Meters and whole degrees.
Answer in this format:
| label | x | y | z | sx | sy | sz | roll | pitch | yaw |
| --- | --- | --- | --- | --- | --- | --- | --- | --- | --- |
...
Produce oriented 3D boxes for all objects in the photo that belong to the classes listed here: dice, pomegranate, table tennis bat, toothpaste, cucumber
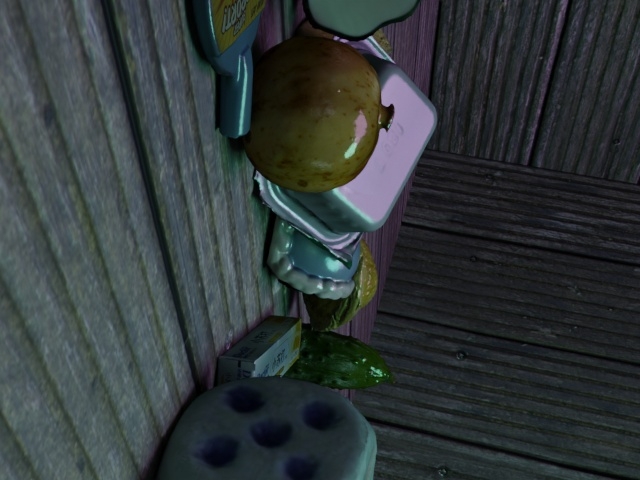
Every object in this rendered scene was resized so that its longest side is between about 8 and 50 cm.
| label | x | y | z | sx | sy | sz | roll | pitch | yaw |
| --- | --- | --- | --- | --- | --- | --- | --- | --- | --- |
| dice | -0.075 | 0.369 | 1.209 | 0.262 | 0.265 | 0.268 | -62 | 161 | -58 |
| pomegranate | -0.002 | -0.169 | 1.199 | 0.215 | 0.215 | 0.215 | 11 | 90 | -80 |
| table tennis bat | -0.103 | -0.277 | 1.025 | 0.215 | 0.044 | 0.329 | -67 | 162 | -55 |
| toothpaste | -0.099 | 0.197 | 1.463 | 0.313 | 0.071 | 0.089 | -31 | 127 | -76 |
| cucumber | 0.038 | 0.251 | 1.787 | 0.134 | 0.244 | 0.134 | 13 | 90 | -74 |

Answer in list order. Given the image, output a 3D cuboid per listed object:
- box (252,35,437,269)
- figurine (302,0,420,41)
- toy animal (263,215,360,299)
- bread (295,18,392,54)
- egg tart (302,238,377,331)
| label | x | y | z | sx | sy | sz | roll | pitch | yaw |
| --- | --- | --- | --- | --- | --- | --- | --- | --- | --- |
| box | 0.071 | -0.148 | 1.392 | 0.264 | 0.106 | 0.336 | 38 | 77 | -41 |
| figurine | 0.082 | -0.456 | 1.296 | 0.323 | 0.231 | 0.340 | -49 | -163 | 39 |
| toy animal | 0.000 | 0.000 | 1.551 | 0.208 | 0.156 | 0.204 | -25 | 129 | -82 |
| bread | 0.033 | -0.320 | 1.534 | 0.266 | 0.142 | 0.178 | -51 | 164 | -51 |
| egg tart | 0.041 | 0.070 | 1.716 | 0.232 | 0.098 | 0.252 | 56 | -44 | 45 |
